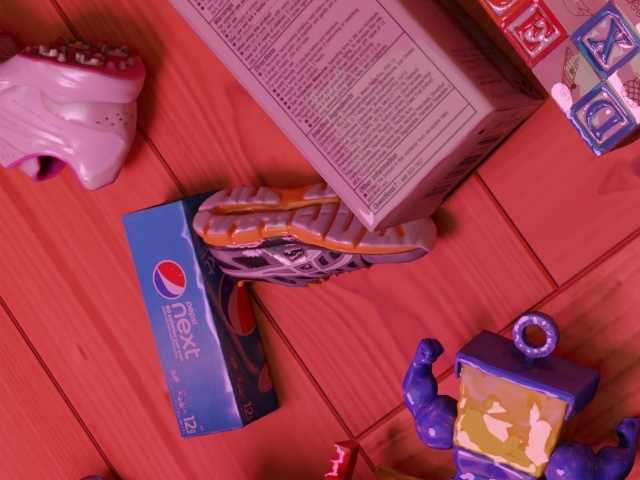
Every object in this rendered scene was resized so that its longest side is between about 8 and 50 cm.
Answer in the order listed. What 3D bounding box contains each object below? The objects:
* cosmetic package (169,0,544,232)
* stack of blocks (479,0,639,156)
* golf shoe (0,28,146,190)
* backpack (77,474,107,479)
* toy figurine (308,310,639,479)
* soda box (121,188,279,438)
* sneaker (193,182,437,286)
[{"bbox_3d":[0.018,-0.168,1.519,0.153,0.129,0.296,-44,78,23],"label":"cosmetic package"},{"bbox_3d":[0.199,-0.235,1.429,0.171,0.087,0.297,-41,80,30],"label":"stack of blocks"},{"bbox_3d":[-0.302,-0.127,1.734,0.306,0.115,0.140,13,111,28],"label":"golf shoe"},{"bbox_3d":[-0.239,0.331,1.779,0.117,0.158,0.173,39,129,27],"label":"backpack"},{"bbox_3d":[0.167,0.170,1.488,0.363,0.191,0.217,20,105,24],"label":"toy figurine"},{"bbox_3d":[-0.107,0.066,1.686,0.071,0.067,0.210,-13,95,31],"label":"soda box"},{"bbox_3d":[0.000,0.000,1.612,0.215,0.084,0.083,3,131,24],"label":"sneaker"}]
